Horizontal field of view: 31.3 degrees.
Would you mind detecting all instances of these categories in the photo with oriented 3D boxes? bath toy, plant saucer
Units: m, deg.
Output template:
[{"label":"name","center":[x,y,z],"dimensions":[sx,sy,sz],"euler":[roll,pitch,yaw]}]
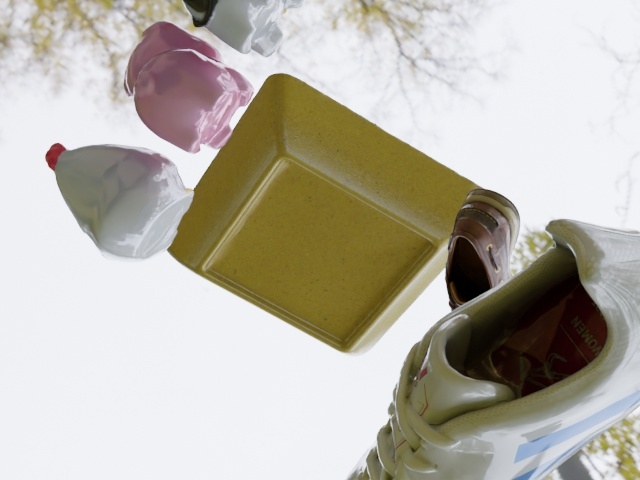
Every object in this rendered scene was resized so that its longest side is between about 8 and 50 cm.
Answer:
[{"label":"bath toy","center":[-0.111,-0.147,0.933],"dimensions":[0.129,0.151,0.348],"euler":[34,-75,11]},{"label":"plant saucer","center":[0.000,0.000,1.447],"dimensions":[0.333,0.333,0.081],"euler":[-52,-164,36]}]

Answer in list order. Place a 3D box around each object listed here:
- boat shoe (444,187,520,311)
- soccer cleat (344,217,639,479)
[{"label":"boat shoe","center":[0.130,0.040,0.970],"dimensions":[0.064,0.178,0.060],"euler":[19,-134,27]},{"label":"soccer cleat","center":[0.073,0.113,0.664],"dimensions":[0.331,0.143,0.116],"euler":[-51,-134,19]}]
